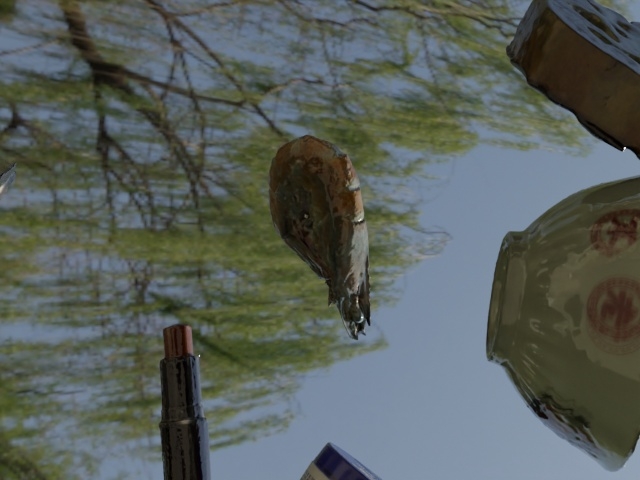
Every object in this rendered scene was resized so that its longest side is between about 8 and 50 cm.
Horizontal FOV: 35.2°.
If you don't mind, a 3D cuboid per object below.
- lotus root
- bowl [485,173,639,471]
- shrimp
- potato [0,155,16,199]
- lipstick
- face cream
[{"bbox_3d":[0.414,-0.185,1.276,0.111,0.390,0.375,-56,-144,28],"label":"lotus root"},{"bbox_3d":[0.272,0.076,1.123,0.157,0.337,0.337,9,-84,6],"label":"bowl"},{"bbox_3d":[0.000,0.000,1.489,0.164,0.062,0.317,-1,-72,40],"label":"shrimp"},{"bbox_3d":[-0.380,-0.062,0.738,0.266,0.229,0.229,39,-63,-8],"label":"potato"},{"bbox_3d":[-0.223,0.284,1.639,0.081,0.081,0.300,-12,-100,36],"label":"lipstick"},{"bbox_3d":[0.059,0.402,1.489,0.206,0.206,0.111,33,-98,32],"label":"face cream"}]
